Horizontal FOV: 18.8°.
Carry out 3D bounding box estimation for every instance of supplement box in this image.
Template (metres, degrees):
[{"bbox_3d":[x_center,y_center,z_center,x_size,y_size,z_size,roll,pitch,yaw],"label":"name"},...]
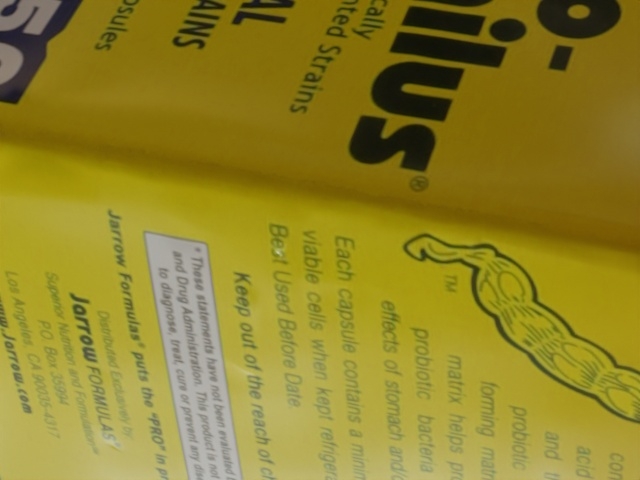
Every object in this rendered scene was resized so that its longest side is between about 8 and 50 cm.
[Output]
[{"bbox_3d":[0.061,-0.009,0.619,0.356,0.194,0.195,10,-42,15],"label":"supplement box"}]
